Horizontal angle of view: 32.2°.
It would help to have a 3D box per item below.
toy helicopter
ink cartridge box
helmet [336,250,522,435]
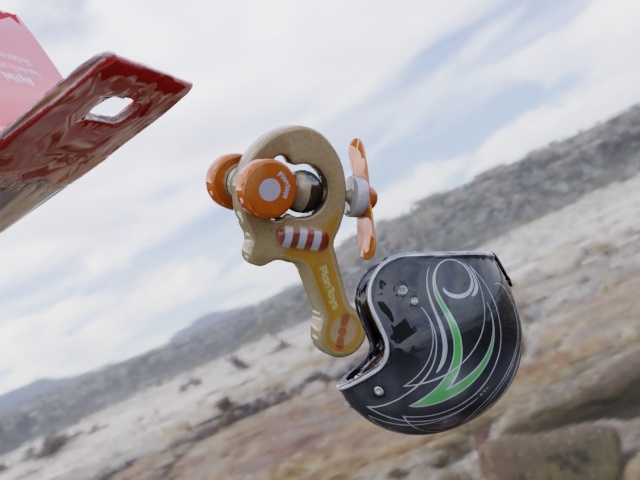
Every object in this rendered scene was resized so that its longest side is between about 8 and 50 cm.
[{"bbox_3d":[0.000,0.000,1.613,0.235,0.355,0.140,-25,18,-23],"label":"toy helicopter"},{"bbox_3d":[-0.172,-0.025,0.420,0.231,0.078,0.134,-34,0,7],"label":"ink cartridge box"},{"bbox_3d":[0.097,0.094,1.003,0.169,0.161,0.169,-3,-5,0],"label":"helmet"}]
